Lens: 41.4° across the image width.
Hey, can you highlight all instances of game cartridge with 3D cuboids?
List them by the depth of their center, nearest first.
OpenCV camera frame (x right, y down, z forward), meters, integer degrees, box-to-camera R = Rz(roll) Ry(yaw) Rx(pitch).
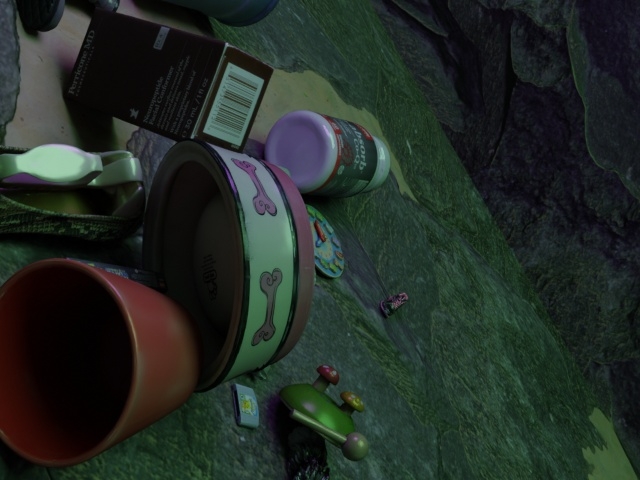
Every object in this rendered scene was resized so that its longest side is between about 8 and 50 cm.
[{"bbox_3d":[-0.141,0.315,1.607,0.056,0.017,0.083,32,37,-49],"label":"game cartridge"}]

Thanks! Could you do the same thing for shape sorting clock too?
[{"bbox_3d":[0.000,0.000,2.151,0.206,0.040,0.206,41,32,-33],"label":"shape sorting clock"}]

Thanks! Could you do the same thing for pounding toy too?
[{"bbox_3d":[0.023,0.321,1.656,0.183,0.110,0.237,38,-3,-9],"label":"pounding toy"}]

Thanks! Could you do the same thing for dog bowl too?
[{"bbox_3d":[-0.155,0.038,1.396,0.150,0.408,0.408,-1,61,-33],"label":"dog bowl"}]

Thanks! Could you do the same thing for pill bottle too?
[{"bbox_3d":[0.030,-0.220,2.242,0.363,0.210,0.210,0,63,-60],"label":"pill bottle"}]

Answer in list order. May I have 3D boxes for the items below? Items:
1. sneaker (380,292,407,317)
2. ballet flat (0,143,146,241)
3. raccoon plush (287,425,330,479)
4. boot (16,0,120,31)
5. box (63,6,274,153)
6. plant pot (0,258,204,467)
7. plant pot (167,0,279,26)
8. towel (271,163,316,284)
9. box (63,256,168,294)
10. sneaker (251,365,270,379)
[{"bbox_3d":[0.205,0.171,2.311,0.047,0.057,0.119,60,27,-3],"label":"sneaker"},{"bbox_3d":[-0.404,-0.087,1.380,0.483,0.182,0.164,-2,66,-61],"label":"ballet flat"},{"bbox_3d":[0.045,0.462,1.460,0.216,0.299,0.446,35,35,-40],"label":"raccoon plush"},{"bbox_3d":[-0.503,-0.525,1.749,0.223,0.118,0.338,34,40,-50],"label":"boot"},{"bbox_3d":[-0.287,-0.292,1.558,0.381,0.191,0.143,23,4,38],"label":"box"},{"bbox_3d":[-0.311,0.170,1.222,0.275,0.275,0.243,66,17,13],"label":"plant pot"},{"bbox_3d":[-0.303,-0.712,2.080,0.334,0.341,0.341,-12,73,-53],"label":"plant pot"},{"bbox_3d":[-0.131,-0.051,1.938,0.248,0.038,0.324,11,51,-42],"label":"towel"},{"bbox_3d":[-0.358,0.080,1.362,0.207,0.114,0.036,15,50,-55],"label":"box"},{"bbox_3d":[-0.109,0.164,1.742,0.115,0.105,0.281,61,37,-29],"label":"sneaker"}]
